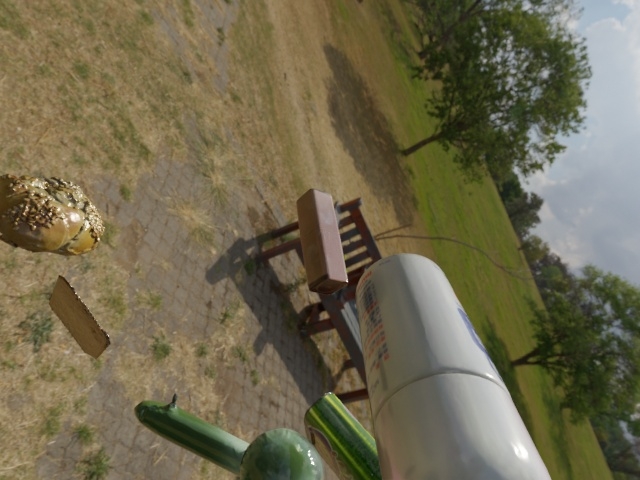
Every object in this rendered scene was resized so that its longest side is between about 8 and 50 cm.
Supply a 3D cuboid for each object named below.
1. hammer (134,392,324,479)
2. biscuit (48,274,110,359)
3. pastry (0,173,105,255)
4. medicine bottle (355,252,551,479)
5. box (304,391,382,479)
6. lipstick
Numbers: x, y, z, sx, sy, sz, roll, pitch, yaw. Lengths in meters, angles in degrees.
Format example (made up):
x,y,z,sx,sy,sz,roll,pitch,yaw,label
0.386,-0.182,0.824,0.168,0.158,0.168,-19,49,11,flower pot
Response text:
x,y,z,sx,sy,sz,roll,pitch,yaw,label
-0.154,0.330,0.683,0.207,0.335,0.119,87,26,-58,hammer
-0.682,0.227,1.186,0.232,0.237,0.013,52,44,1,biscuit
-0.766,-0.082,1.206,0.255,0.162,0.310,51,15,16,pastry
0.111,0.144,0.426,0.130,0.130,0.341,60,12,-22,medicine bottle
0.107,0.453,0.795,0.345,0.097,0.134,37,-37,40,box
0.000,0.000,0.593,0.045,0.045,0.146,14,53,-36,lipstick
